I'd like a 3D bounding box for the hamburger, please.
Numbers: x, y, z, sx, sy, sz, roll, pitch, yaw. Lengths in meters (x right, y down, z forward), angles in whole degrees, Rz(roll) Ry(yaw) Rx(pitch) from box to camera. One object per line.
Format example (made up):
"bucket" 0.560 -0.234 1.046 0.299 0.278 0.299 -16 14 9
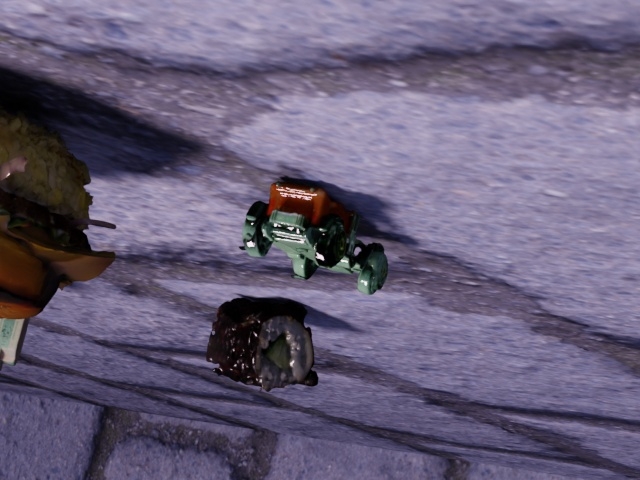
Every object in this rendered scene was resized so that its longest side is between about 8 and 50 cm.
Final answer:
"hamburger" -0.256 -0.032 0.946 0.243 0.138 0.262 19 167 -34

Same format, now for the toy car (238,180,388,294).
"toy car" 0.000 0.000 1.045 0.073 0.054 0.143 9 172 21

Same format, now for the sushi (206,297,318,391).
"sushi" -0.058 0.106 1.500 0.084 0.094 0.098 6 -177 44

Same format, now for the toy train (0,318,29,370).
"toy train" -0.409 0.067 1.596 0.194 0.125 0.081 13 164 -5
